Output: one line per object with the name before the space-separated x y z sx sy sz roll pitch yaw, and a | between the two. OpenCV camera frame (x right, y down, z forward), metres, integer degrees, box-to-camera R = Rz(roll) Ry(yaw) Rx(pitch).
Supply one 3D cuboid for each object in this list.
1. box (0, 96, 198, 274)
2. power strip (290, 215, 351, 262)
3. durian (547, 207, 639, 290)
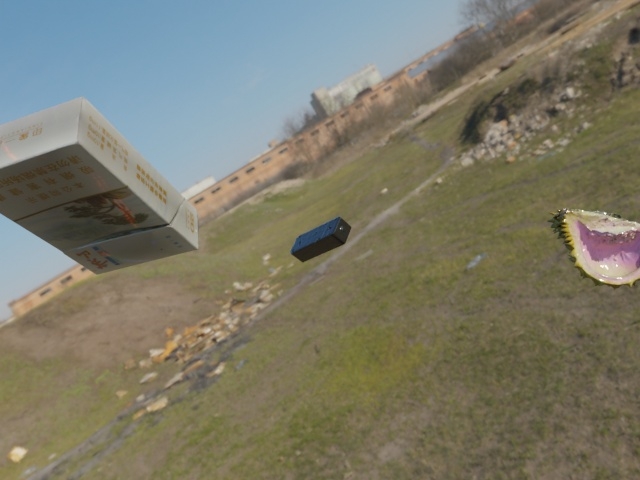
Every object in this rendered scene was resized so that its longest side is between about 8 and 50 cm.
box | -0.258 -0.047 0.693 0.150 0.066 0.233 -12 -30 15
power strip | 0.000 0.000 0.904 0.111 0.029 0.037 -24 34 49
durian | 0.531 0.003 1.133 0.183 0.132 0.165 -7 36 -8
